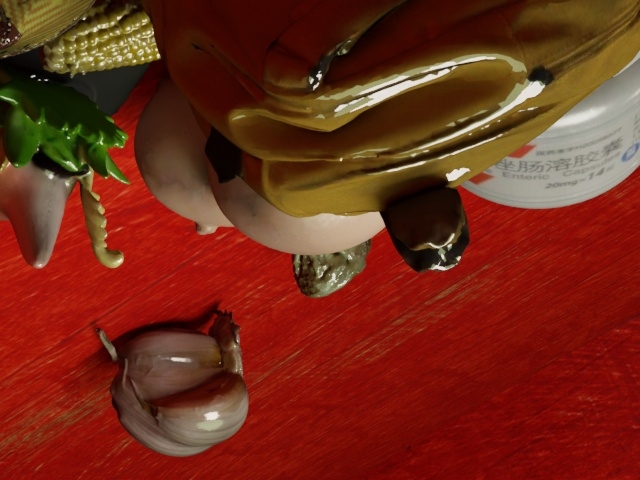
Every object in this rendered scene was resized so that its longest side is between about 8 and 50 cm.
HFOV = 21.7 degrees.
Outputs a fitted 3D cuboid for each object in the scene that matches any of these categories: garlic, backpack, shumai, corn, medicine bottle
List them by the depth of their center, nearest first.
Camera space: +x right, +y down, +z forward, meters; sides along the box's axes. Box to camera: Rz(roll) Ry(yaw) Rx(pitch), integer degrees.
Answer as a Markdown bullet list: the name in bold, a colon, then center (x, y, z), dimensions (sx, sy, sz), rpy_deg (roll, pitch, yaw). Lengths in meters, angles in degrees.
- **backpack**: center (0.068, -0.176, 1.194), dimensions (0.378, 0.353, 0.201), rpy_deg (-18, 139, -2)
- **corn**: center (-0.094, -0.194, 1.356), dimensions (0.288, 0.086, 0.086), rpy_deg (-15, 159, -23)
- **medicine bottle**: center (0.190, -0.193, 1.470), dimensions (0.245, 0.245, 0.306), rpy_deg (-24, 152, -4)
- **shumai**: center (-0.001, 0.000, 2.037), dimensions (0.099, 0.123, 0.087), rpy_deg (-14, 129, 30)
- **garlic**: center (-0.184, 0.151, 2.146), dimensions (0.207, 0.207, 0.256), rpy_deg (-26, 127, 1)

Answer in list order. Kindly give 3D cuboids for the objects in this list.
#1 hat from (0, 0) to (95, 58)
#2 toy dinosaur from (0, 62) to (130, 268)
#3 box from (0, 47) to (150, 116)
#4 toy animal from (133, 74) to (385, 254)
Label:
- **hat**: center (-0.231, -0.167, 1.180), dimensions (0.193, 0.082, 0.193), rpy_deg (-16, 148, -10)
- **toy dinosaur**: center (-0.260, -0.044, 1.332), dimensions (0.152, 0.194, 0.177), rpy_deg (9, 117, -58)
- **box**: center (-0.253, -0.114, 1.434), dimensions (0.201, 0.042, 0.212), rpy_deg (-3, 150, -45)
- **toy animal**: center (-0.050, -0.081, 1.495), dimensions (0.221, 0.229, 0.210), rpy_deg (-35, 154, 33)
